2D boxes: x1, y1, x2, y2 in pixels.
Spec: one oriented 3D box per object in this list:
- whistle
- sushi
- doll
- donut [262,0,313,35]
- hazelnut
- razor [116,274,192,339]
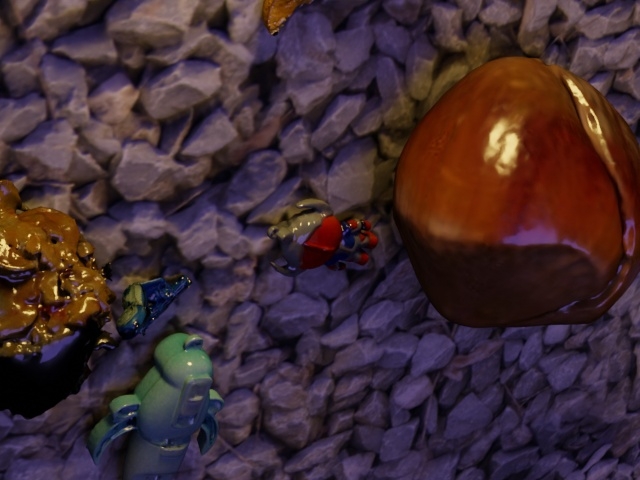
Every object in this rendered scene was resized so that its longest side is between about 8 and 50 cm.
[{"bbox_3d":[-0.202,0.235,2.194,0.186,0.093,0.274,0,124,-36],"label":"whistle"},{"bbox_3d":[-0.343,0.063,1.905,0.200,0.213,0.204,-47,155,-31],"label":"sushi"},{"bbox_3d":[0.000,-0.001,2.182,0.194,0.062,0.104,9,133,-48],"label":"doll"},{"bbox_3d":[-0.035,-0.283,1.963,0.067,0.038,0.083,1,125,-39],"label":"donut"},{"bbox_3d":[0.258,-0.058,2.156,0.372,0.315,0.372,-4,96,-44],"label":"hazelnut"},{"bbox_3d":[-0.214,0.077,1.972,0.056,0.324,0.093,44,92,-2],"label":"razor"}]
